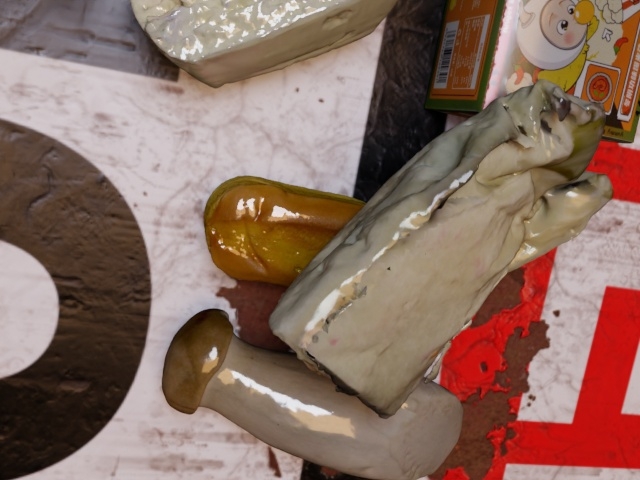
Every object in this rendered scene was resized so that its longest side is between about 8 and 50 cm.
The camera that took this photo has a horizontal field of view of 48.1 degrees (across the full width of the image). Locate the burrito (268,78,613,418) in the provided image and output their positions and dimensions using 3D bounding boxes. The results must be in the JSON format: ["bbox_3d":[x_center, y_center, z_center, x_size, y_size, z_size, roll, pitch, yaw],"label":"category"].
[{"bbox_3d":[0.109,-0.004,0.644,0.332,0.135,0.190,-43,131,-4],"label":"burrito"}]

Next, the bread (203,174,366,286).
[{"bbox_3d":[0.000,0.000,0.737,0.245,0.094,0.102,12,102,-19],"label":"bread"}]

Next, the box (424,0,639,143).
[{"bbox_3d":[0.229,-0.211,0.726,0.177,0.148,0.195,9,99,-16],"label":"box"}]

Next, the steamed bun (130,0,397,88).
[{"bbox_3d":[-0.057,-0.238,0.618,0.225,0.200,0.171,-24,94,-9],"label":"steamed bun"}]

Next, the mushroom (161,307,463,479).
[{"bbox_3d":[0.004,0.173,0.761,0.349,0.128,0.129,22,95,-14],"label":"mushroom"}]
